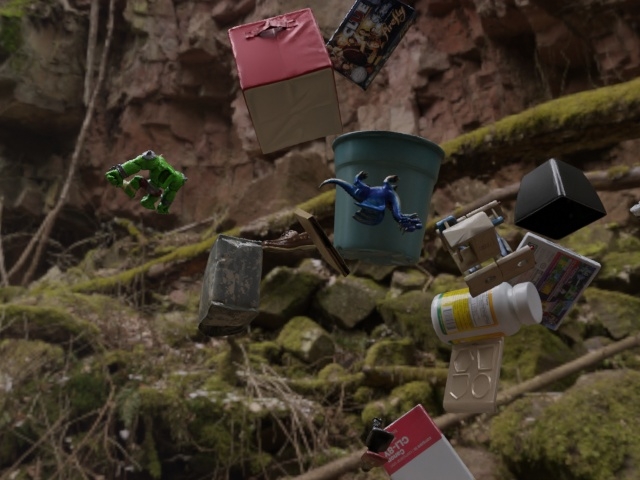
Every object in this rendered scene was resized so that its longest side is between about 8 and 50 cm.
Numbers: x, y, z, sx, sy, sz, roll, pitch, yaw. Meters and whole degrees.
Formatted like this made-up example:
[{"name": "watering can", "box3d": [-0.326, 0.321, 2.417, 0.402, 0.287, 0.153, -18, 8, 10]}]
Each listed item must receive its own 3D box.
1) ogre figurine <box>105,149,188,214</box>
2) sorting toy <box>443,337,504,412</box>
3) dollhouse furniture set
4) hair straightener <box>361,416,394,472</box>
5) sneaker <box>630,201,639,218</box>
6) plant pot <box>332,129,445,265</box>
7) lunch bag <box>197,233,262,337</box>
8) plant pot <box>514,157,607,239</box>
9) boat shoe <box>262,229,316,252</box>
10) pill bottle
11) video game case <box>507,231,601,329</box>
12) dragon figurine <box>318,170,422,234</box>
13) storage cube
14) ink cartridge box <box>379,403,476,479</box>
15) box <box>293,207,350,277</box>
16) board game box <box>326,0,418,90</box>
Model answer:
[{"name": "ogre figurine", "box3d": [-0.393, -0.138, 1.420, 0.118, 0.096, 0.197, -41, -54, 6]}, {"name": "sorting toy", "box3d": [0.414, 0.358, 1.625, 0.038, 0.208, 0.193, 21, -24, -24]}, {"name": "dollhouse furniture set", "box3d": [0.278, -0.016, 1.056, 0.129, 0.129, 0.183, -28, -39, 7]}, {"name": "hair straightener", "box3d": [0.106, 0.372, 1.103, 0.047, 0.089, 0.230, 15, -27, 11]}, {"name": "sneaker", "box3d": [0.458, -0.029, 0.783, 0.065, 0.076, 0.166, -32, -5, 13]}, {"name": "plant pot", "box3d": [0.184, -0.108, 1.798, 0.342, 0.333, 0.341, 7, -10, 1]}, {"name": "lunch bag", "box3d": [-0.285, 0.152, 1.863, 0.169, 0.235, 0.287, 12, -29, -19]}, {"name": "plant pot", "box3d": [0.702, -0.131, 1.806, 0.188, 0.166, 0.187, 18, -32, -24]}, {"name": "boat shoe", "box3d": [-0.088, 0.002, 1.662, 0.178, 0.060, 0.064, -3, -1, -42]}, {"name": "pill bottle", "box3d": [0.354, 0.151, 1.293, 0.209, 0.117, 0.118, -18, -21, 34]}, {"name": "video game case", "box3d": [0.530, 0.100, 1.449, 0.184, 0.201, 0.023, 25, 28, 3]}, {"name": "dragon figurine", "box3d": [0.129, -0.097, 1.584, 0.290, 0.143, 0.085, 9, -27, 5]}, {"name": "storage cube", "box3d": [-0.072, -0.328, 1.256, 0.184, 0.193, 0.215, -15, -34, -2]}, {"name": "ink cartridge box", "box3d": [0.295, 0.601, 1.429, 0.160, 0.384, 0.279, -35, -24, -3]}, {"name": "box", "box3d": [0.000, 0.000, 1.465, 0.021, 0.164, 0.201, -35, 13, -4]}, {"name": "board game box", "box3d": [0.126, -0.553, 1.652, 0.165, 0.243, 0.042, 38, 8, 22]}]
